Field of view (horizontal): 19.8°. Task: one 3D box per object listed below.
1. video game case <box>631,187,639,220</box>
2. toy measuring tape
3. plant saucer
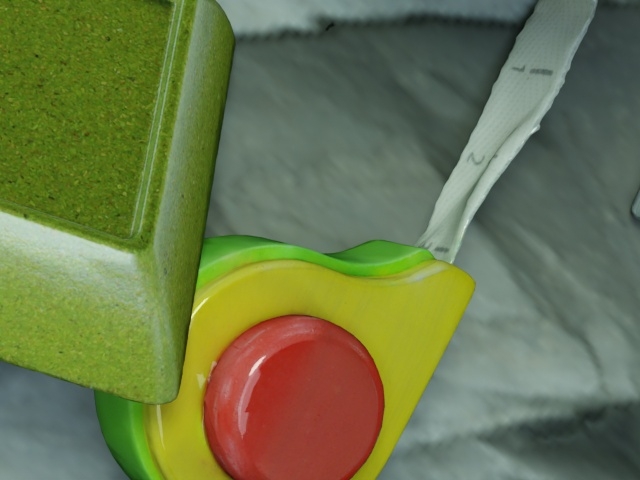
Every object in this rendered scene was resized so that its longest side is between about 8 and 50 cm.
[{"bbox_3d":[0.263,-0.069,0.806,0.193,0.023,0.212,24,93,-16],"label":"video game case"},{"bbox_3d":[0.000,0.000,0.715,0.121,0.121,0.330,29,83,-16],"label":"toy measuring tape"},{"bbox_3d":[-0.120,-0.054,0.648,0.188,0.045,0.188,18,50,-15],"label":"plant saucer"}]
